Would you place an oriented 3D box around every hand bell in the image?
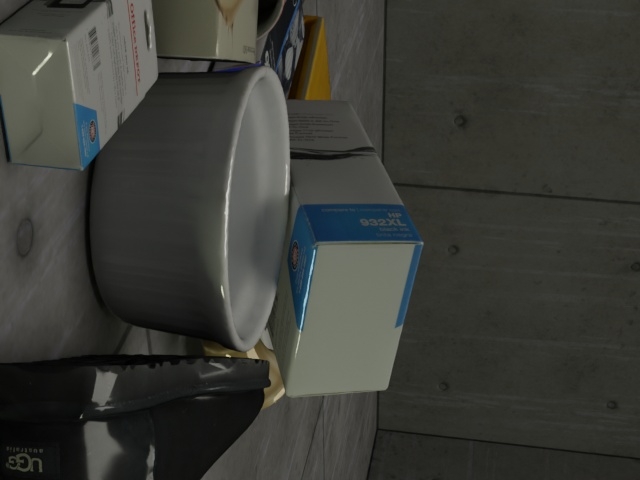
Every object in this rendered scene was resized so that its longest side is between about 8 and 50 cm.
[{"bbox_3d":[-0.121,0.081,1.333,0.126,0.126,0.242,-72,153,-54],"label":"hand bell"}]

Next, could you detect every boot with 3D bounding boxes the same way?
[{"bbox_3d":[-0.160,0.321,0.930,0.367,0.146,0.445,9,80,-66],"label":"boot"}]

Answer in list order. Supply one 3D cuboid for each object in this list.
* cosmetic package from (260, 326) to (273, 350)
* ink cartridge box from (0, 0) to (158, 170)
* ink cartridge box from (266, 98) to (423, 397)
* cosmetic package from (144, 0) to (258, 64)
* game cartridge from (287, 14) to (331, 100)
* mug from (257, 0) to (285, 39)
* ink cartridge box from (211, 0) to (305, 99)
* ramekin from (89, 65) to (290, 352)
[{"bbox_3d":[-0.093,0.130,1.592,0.239,0.060,0.099,84,15,-51],"label":"cosmetic package"},{"bbox_3d":[-0.185,-0.140,0.861,0.180,0.060,0.104,-70,162,-58],"label":"ink cartridge box"},{"bbox_3d":[0.000,0.000,1.325,0.307,0.129,0.223,-112,-155,-51],"label":"ink cartridge box"},{"bbox_3d":[-0.119,-0.321,1.018,0.160,0.113,0.309,-41,134,-77],"label":"cosmetic package"},{"bbox_3d":[-0.028,-0.170,1.894,0.323,0.053,0.285,86,12,-56],"label":"game cartridge"},{"bbox_3d":[-0.083,-0.311,1.262,0.169,0.113,0.150,-70,165,-69],"label":"mug"},{"bbox_3d":[-0.081,-0.235,1.463,0.165,0.065,0.332,85,14,-49],"label":"ink cartridge box"},{"bbox_3d":[-0.122,-0.035,1.083,0.277,0.135,0.277,4,90,-81],"label":"ramekin"}]
